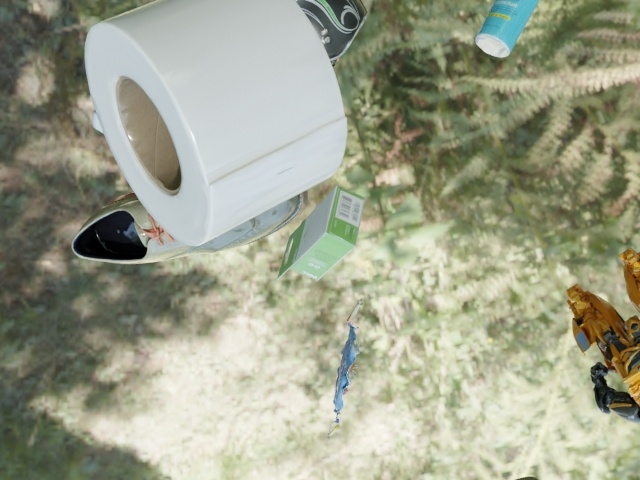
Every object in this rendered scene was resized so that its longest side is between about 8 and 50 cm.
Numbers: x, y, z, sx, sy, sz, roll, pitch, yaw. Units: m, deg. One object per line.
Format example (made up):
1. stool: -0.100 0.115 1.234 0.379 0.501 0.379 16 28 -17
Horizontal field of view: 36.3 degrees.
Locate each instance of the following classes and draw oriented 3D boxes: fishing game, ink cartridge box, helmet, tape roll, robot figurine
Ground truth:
1. fishing game: 0.057 0.255 1.929 0.041 0.264 0.189 13 156 -3
2. ink cartridge box: 0.000 0.000 1.778 0.062 0.109 0.209 24 145 -16
3. helmet: -0.025 -0.348 1.535 0.161 0.169 0.169 34 131 -7
4. tape roll: -0.111 -0.138 1.013 0.169 0.246 0.246 -29 150 -26
5. robot figurine: 0.461 0.135 1.408 0.211 0.291 0.085 -37 112 14

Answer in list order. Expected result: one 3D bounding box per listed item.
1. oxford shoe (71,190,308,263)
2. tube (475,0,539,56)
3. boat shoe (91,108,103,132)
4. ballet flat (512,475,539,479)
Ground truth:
1. oxford shoe: -0.182 -0.022 1.329 0.348 0.130 0.123 -15 103 27
2. tube: 0.286 -0.355 1.371 0.080 0.207 0.052 21 165 29
3. boat shoe: -0.227 -0.219 1.626 0.302 0.109 0.094 2 115 -5
4. ballet flat: 0.251 0.426 1.474 0.096 0.095 0.280 10 146 -7
